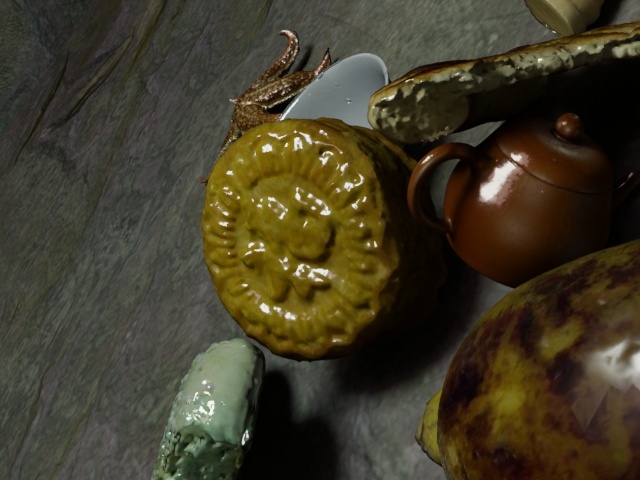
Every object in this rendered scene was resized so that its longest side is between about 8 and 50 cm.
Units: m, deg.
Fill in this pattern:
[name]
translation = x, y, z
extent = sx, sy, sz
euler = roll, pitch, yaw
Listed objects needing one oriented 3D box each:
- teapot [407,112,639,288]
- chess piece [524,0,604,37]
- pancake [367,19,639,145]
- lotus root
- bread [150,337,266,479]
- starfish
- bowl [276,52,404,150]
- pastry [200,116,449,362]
[teapot]
translation = 0.136, -0.034, 0.627
extent = 0.116, 0.173, 0.116
euler = -175, 90, -68
[chess piece]
translation = 0.224, -0.226, 0.780
extent = 0.122, 0.066, 0.066
euler = -47, 29, 4
[pancake]
translation = 0.163, -0.111, 0.670
extent = 0.244, 0.057, 0.266
euler = -10, 9, 16
[lotus root]
translation = 0.153, 0.084, 0.467
extent = 0.314, 0.141, 0.170
euler = -20, 47, 46
[bread]
translation = -0.093, 0.157, 0.771
extent = 0.232, 0.064, 0.173
euler = 149, 140, -85
[starfish]
translation = -0.079, -0.154, 1.160
extent = 0.238, 0.057, 0.213
euler = -45, 23, 14
[bowl]
translation = 0.022, -0.070, 0.887
extent = 0.189, 0.086, 0.189
euler = -39, 32, 30
[pastry]
translation = 0.000, 0.000, 0.737
extent = 0.188, 0.189, 0.103
euler = -34, -9, 32
